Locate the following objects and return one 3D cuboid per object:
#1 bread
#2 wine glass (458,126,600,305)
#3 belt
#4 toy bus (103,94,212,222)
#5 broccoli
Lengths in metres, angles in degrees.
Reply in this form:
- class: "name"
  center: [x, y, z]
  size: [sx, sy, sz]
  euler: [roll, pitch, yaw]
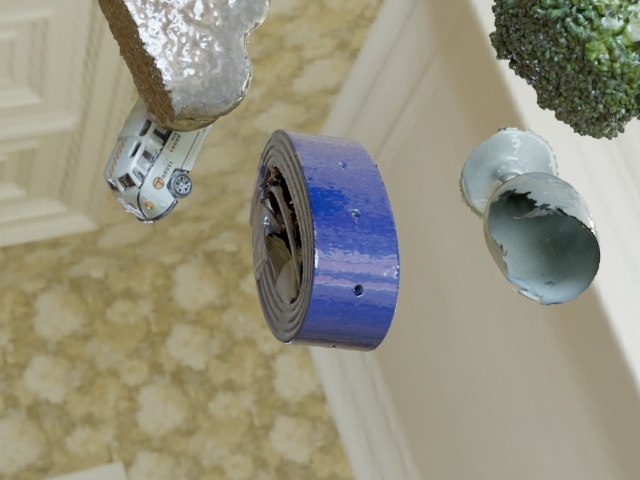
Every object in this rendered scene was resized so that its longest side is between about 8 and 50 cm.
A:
- class: "bread"
  center: [-0.158, -0.288, 1.350]
  size: [0.337, 0.183, 0.102]
  euler: [65, -25, -1]
- class: "wine glass"
  center: [0.263, -0.035, 1.609]
  size: [0.321, 0.143, 0.143]
  euler: [-99, -174, -70]
- class: "belt"
  center: [0.000, 0.000, 1.591]
  size: [0.347, 0.117, 0.212]
  euler: [-110, -150, -54]
- class: "toy bus"
  center: [-0.174, -0.118, 1.439]
  size: [0.087, 0.089, 0.194]
  euler: [-4, -124, 52]
- class: "broccoli"
  center: [0.422, -0.325, 1.990]
  size: [0.277, 0.317, 0.339]
  euler: [-45, -126, 53]
